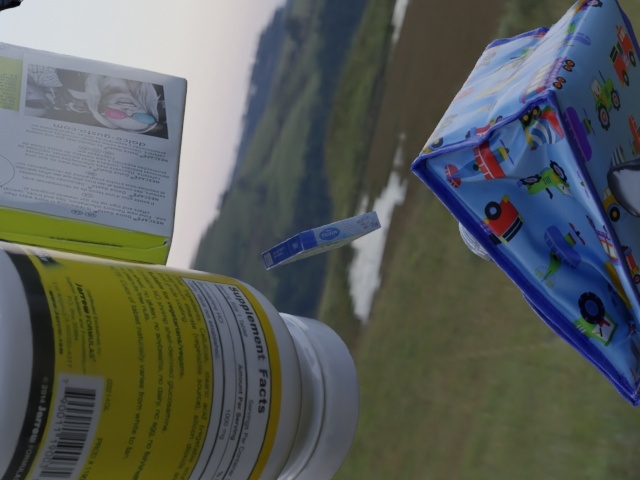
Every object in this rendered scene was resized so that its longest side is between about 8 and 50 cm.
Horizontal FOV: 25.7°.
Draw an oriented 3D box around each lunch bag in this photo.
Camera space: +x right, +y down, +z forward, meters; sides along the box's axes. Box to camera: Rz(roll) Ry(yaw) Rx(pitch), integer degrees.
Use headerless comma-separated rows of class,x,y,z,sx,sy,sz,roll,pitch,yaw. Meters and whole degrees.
lunch bag,0.238,-0.027,1.154,0.138,0.293,0.221,-27,18,36

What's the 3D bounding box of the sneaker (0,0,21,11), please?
sneaker,-0.293,-0.208,1.188,0.104,0.261,0.125,52,-139,-67

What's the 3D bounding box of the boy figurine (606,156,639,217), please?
boy figurine,0.350,-0.085,1.047,0.285,0.177,0.092,-35,7,-20

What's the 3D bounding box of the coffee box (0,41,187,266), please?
coffee box,-0.332,0.023,1.365,0.334,0.338,0.338,-95,19,-59

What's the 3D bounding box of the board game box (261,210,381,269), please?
board game box,0.000,0.000,1.376,0.090,0.090,0.020,-27,81,60

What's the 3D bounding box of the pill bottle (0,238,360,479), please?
pill bottle,-0.137,0.108,1.005,0.188,0.334,0.188,-13,72,45

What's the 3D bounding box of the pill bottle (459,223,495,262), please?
pill bottle,0.266,-0.088,1.854,0.246,0.130,0.130,99,-179,-51
